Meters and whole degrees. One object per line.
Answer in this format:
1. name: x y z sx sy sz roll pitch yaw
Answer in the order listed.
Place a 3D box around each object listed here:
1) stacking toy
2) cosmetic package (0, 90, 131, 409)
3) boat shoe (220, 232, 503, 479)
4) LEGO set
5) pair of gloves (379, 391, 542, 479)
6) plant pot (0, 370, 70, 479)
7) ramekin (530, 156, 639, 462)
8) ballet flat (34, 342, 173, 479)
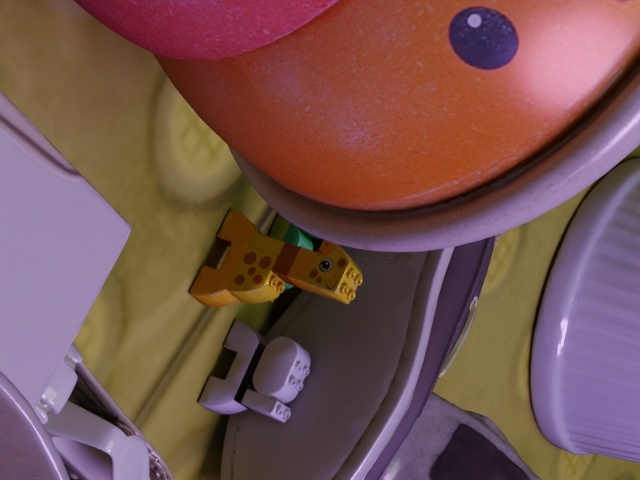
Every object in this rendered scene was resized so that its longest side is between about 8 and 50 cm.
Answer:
1. stacking toy: -0.072 -0.215 0.668 0.480 0.350 0.351 21 87 -41
2. cosmetic package: -0.216 -0.050 0.587 0.113 0.160 0.309 -63 148 -16
3. boat shoe: 0.038 0.053 1.074 0.097 0.116 0.324 43 63 -52
4. LEGO set: 0.000 0.000 1.004 0.087 0.093 0.227 40 71 -56
5. pair of gloves: 0.041 0.200 1.101 0.240 0.204 0.042 -57 -177 -29
6. plant pot: -0.244 0.152 0.510 0.256 0.274 0.257 -2 90 -67
7. ramekin: 0.300 0.071 1.469 0.273 0.127 0.273 -32 130 -47
8. ballet flat: -0.139 0.076 0.840 0.086 0.086 0.248 -58 145 -22
